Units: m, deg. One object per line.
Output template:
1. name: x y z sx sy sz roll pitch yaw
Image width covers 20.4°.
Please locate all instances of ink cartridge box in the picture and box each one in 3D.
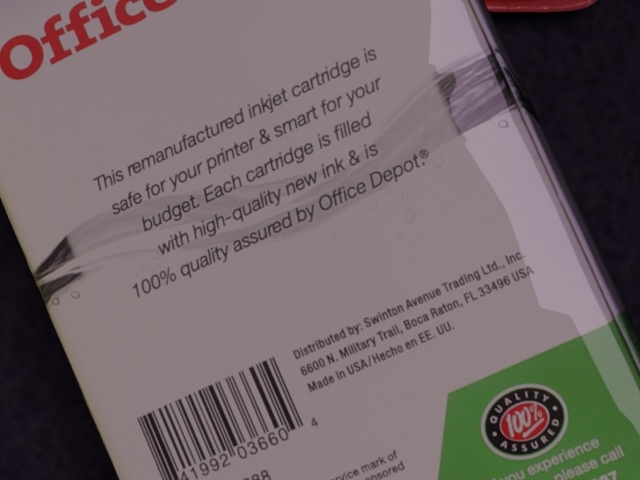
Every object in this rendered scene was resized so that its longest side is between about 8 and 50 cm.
1. ink cartridge box: 0.000 0.000 0.743 0.211 0.121 0.289 -24 84 11

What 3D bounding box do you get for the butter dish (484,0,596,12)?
1. butter dish: 0.069 -0.197 0.835 0.160 0.118 0.159 0 78 -11
